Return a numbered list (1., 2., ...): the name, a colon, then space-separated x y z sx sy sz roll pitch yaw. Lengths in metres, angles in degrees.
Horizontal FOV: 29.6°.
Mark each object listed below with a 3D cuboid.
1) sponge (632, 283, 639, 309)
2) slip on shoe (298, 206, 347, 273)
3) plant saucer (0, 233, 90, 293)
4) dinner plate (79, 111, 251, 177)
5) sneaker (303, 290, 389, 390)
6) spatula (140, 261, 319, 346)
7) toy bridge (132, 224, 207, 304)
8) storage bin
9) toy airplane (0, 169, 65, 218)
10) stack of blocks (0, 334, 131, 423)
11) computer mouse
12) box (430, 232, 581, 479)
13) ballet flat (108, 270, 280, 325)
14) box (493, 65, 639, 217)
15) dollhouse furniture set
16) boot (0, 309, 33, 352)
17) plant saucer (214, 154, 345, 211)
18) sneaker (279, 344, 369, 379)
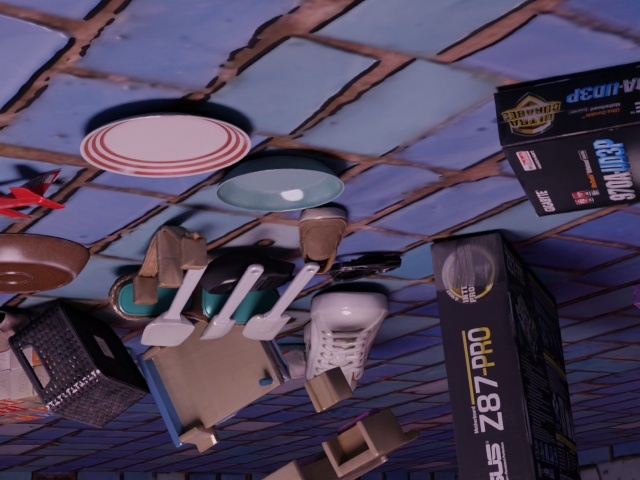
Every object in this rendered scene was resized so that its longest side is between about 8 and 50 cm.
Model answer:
1. sponge: 0.516 0.088 1.704 0.117 0.031 0.210 -11 162 23
2. slip on shoe: 0.000 0.000 1.270 0.052 0.041 0.135 -1 164 -8
3. plant saucer: -0.337 0.029 1.322 0.169 0.029 0.168 -3 165 -1
4. dinner plate: -0.128 -0.082 1.006 0.141 0.017 0.141 -3 164 -1
5. sneaker: 0.035 0.147 1.642 0.106 0.123 0.290 0 162 -6
6. spatula: -0.102 0.074 1.348 0.168 0.019 0.242 3 156 -17
7. toy bridge: -0.157 0.017 1.254 0.026 0.063 0.188 4 163 -24
8. storage bin: -0.310 0.163 1.574 0.084 0.122 0.180 -36 160 1
9. toy airplane: -0.297 -0.037 1.103 0.151 0.028 0.151 -3 163 -1
10. stack of blocks: -0.453 0.214 1.818 0.297 0.087 0.171 -12 161 28
11. computer mouse: -0.022 0.027 1.385 0.242 0.041 0.071 -4 164 -21
12. box: 0.240 0.190 1.484 0.097 0.318 0.395 -9 164 18
13. ballet flat: -0.151 0.061 1.435 0.206 0.073 0.067 6 -172 -23
14. box: 0.253 -0.082 1.029 0.175 0.051 0.220 -8 164 15
15. dollhouse furniture set: -0.043 0.186 1.611 0.286 0.303 0.198 -36 165 31
16. boot: -0.424 0.113 1.578 0.119 0.042 0.087 -12 156 22
17. plant saucer: -0.038 -0.054 1.113 0.119 0.021 0.119 -3 163 -1
18. sneaker: 0.002 0.175 1.870 0.161 0.057 0.075 5 145 -24
